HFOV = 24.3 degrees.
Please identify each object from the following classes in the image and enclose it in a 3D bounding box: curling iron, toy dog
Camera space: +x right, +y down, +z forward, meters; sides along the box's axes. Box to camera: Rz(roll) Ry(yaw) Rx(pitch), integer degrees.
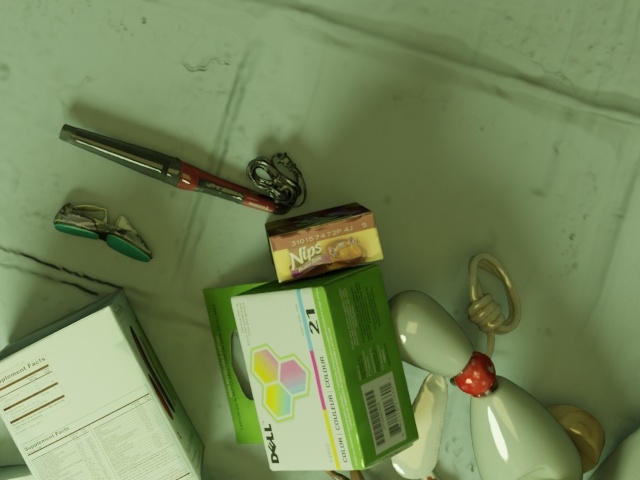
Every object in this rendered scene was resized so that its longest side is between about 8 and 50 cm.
[{"bbox_3d":[-0.147,-0.085,1.616,0.274,0.035,0.068,12,89,-5],"label":"curling iron"},{"bbox_3d":[0.163,0.198,1.598,0.161,0.220,0.334,-31,91,37],"label":"toy dog"}]

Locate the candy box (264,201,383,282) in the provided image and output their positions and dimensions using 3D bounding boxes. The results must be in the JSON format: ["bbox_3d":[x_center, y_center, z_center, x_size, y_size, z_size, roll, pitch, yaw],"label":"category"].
[{"bbox_3d":[0.000,0.000,1.554,0.109,0.187,0.053,-13,94,-2],"label":"candy box"}]

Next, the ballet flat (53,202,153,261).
[{"bbox_3d":[-0.231,-0.014,1.617,0.114,0.041,0.041,21,93,-6],"label":"ballet flat"}]

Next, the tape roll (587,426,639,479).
[{"bbox_3d":[0.304,0.356,1.497,0.072,0.392,0.392,29,92,-4],"label":"tape roll"}]

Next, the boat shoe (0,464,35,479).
[{"bbox_3d":[-0.396,0.296,1.612,0.219,0.078,0.070,-15,94,6],"label":"boat shoe"}]

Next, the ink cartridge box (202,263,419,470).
[{"bbox_3d":[-0.042,0.137,1.536,0.255,0.097,0.189,-9,97,41],"label":"ink cartridge box"}]

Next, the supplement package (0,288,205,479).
[{"bbox_3d":[-0.230,0.179,1.550,0.149,0.194,0.203,-27,96,-2],"label":"supplement package"}]

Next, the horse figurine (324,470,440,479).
[{"bbox_3d":[0.026,0.311,1.593,0.174,0.066,0.263,46,48,-6],"label":"horse figurine"}]
